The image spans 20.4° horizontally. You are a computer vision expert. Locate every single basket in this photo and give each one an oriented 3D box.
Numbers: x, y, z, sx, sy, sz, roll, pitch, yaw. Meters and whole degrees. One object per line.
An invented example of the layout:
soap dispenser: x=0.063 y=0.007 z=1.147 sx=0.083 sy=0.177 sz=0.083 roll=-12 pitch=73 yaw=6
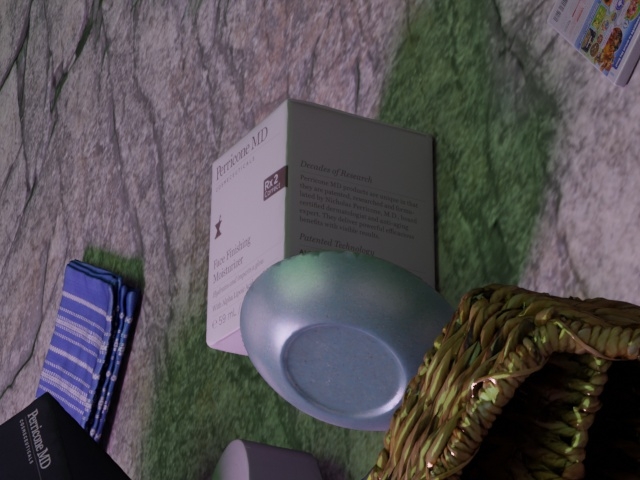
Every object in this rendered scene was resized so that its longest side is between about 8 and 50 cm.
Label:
basket: x=0.160 y=0.191 z=1.090 sx=0.223 sy=0.213 sz=0.299 roll=29 pitch=106 yaw=63

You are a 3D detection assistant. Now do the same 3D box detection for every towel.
towel: x=-0.319 y=0.194 z=2.215 sx=0.243 sy=0.040 sz=0.336 roll=15 pitch=90 yaw=64

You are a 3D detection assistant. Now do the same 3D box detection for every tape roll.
tape roll: x=-0.063 y=0.293 z=1.600 sx=0.219 sy=0.072 sz=0.219 roll=-166 pitch=90 yaw=-76

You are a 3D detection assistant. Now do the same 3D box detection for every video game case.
video game case: x=0.219 y=-0.180 z=1.352 sx=0.087 sy=0.011 sz=0.122 roll=-66 pitch=29 yaw=22

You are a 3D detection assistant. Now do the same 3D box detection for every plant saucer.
plant saucer: x=0.023 y=0.094 z=1.428 sx=0.195 sy=0.195 sz=0.037 roll=-52 pitch=10 yaw=42

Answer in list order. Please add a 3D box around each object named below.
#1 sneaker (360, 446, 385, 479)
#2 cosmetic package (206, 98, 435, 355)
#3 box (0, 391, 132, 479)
sneaker: x=0.048 y=0.212 z=1.377 sx=0.300 sy=0.111 sz=0.121 roll=-54 pitch=22 yaw=5
cosmetic package: x=0.000 y=0.000 z=1.554 sx=0.151 sy=0.151 sz=0.184 roll=-35 pitch=49 yaw=53
box: x=-0.311 y=0.377 z=1.708 sx=0.312 sy=0.179 sz=0.343 roll=-34 pitch=37 yaw=5
